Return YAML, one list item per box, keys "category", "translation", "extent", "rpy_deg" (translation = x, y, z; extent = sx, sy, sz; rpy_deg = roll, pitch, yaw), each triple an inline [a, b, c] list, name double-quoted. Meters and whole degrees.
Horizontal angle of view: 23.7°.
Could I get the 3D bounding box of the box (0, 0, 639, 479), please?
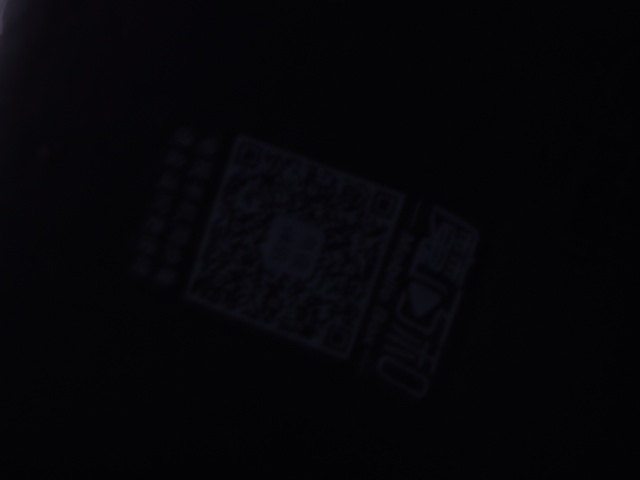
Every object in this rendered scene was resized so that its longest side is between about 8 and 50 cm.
- category: "box"
  translation: [0.000, 0.000, 0.546]
  extent: [0.073, 0.289, 0.290]
  rpy_deg: [-31, -40, -77]
